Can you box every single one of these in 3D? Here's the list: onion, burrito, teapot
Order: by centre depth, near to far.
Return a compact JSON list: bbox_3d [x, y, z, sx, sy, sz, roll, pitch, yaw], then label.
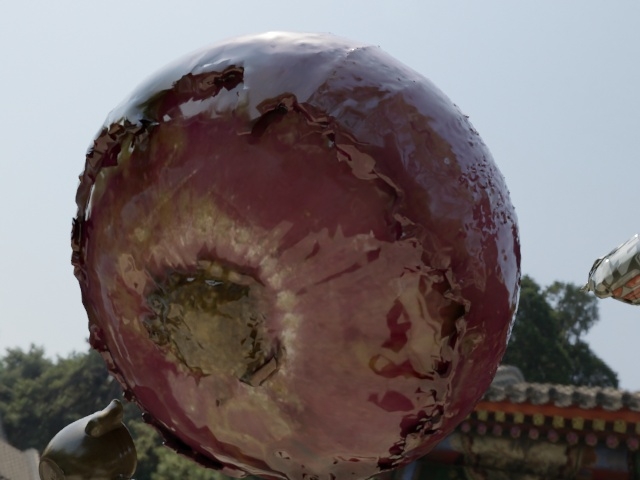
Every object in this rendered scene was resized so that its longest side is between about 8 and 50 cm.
[{"bbox_3d":[-0.011,0.001,0.576,0.358,0.345,0.358,25,-39,23],"label":"onion"},{"bbox_3d":[-0.179,0.191,0.602,0.110,0.080,0.085,33,-60,23],"label":"teapot"},{"bbox_3d":[0.562,0.010,1.102,0.101,0.139,0.445,38,-39,-4],"label":"burrito"}]
